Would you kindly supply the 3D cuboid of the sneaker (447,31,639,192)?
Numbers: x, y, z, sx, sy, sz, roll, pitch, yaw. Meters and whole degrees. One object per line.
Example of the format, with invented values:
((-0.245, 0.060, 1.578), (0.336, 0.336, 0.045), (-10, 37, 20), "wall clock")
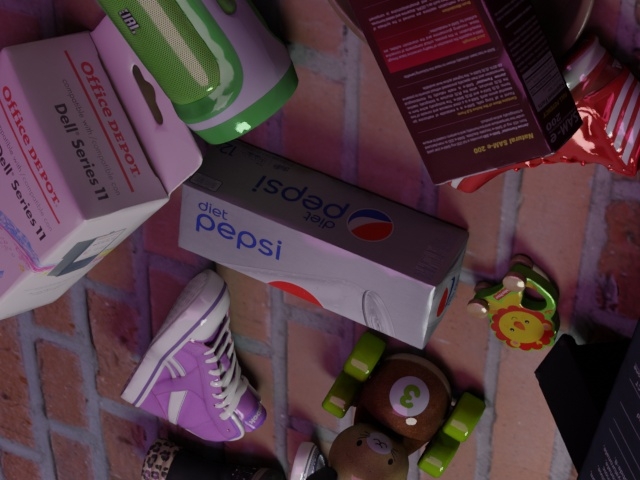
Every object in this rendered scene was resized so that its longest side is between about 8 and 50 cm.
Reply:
((0.217, -0.079, 1.646), (0.128, 0.087, 0.221), (41, 139, -5), "sneaker")

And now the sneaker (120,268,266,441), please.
((-0.115, 0.139, 2.052), (0.161, 0.102, 0.282), (32, 148, -2), "sneaker")

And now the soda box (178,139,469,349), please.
((0.000, 0.000, 1.849), (0.286, 0.091, 0.098), (23, 137, 13), "soda box")

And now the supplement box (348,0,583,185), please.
((0.113, -0.177, 1.541), (0.130, 0.073, 0.239), (-13, 108, 39), "supplement box")

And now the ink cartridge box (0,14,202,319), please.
((-0.288, -0.076, 1.887), (0.353, 0.119, 0.207), (-38, 75, 46), "ink cartridge box")

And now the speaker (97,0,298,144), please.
((-0.146, -0.238, 1.701), (0.131, 0.131, 0.296), (-17, 117, 41), "speaker")

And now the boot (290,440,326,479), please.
((0.016, 0.309, 2.147), (0.086, 0.069, 0.190), (11, 141, 15), "boot")

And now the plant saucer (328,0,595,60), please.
((0.114, -0.260, 1.574), (0.278, 0.041, 0.278), (18, 133, 20), "plant saucer")

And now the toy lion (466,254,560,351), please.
((0.205, 0.071, 1.832), (0.096, 0.034, 0.100), (36, 138, -12), "toy lion")

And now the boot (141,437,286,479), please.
((-0.129, 0.355, 2.260), (0.179, 0.085, 0.236), (17, 128, 22), "boot")

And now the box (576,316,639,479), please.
((0.409, 0.239, 1.622), (0.294, 0.212, 0.395), (-7, 138, -18), "box")

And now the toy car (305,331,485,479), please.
((0.060, 0.223, 1.940), (0.155, 0.188, 0.149), (31, 138, 4), "toy car")

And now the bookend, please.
((0.318, 0.170, 1.802), (0.072, 0.156, 0.157), (-62, 41, 47), "bookend")
